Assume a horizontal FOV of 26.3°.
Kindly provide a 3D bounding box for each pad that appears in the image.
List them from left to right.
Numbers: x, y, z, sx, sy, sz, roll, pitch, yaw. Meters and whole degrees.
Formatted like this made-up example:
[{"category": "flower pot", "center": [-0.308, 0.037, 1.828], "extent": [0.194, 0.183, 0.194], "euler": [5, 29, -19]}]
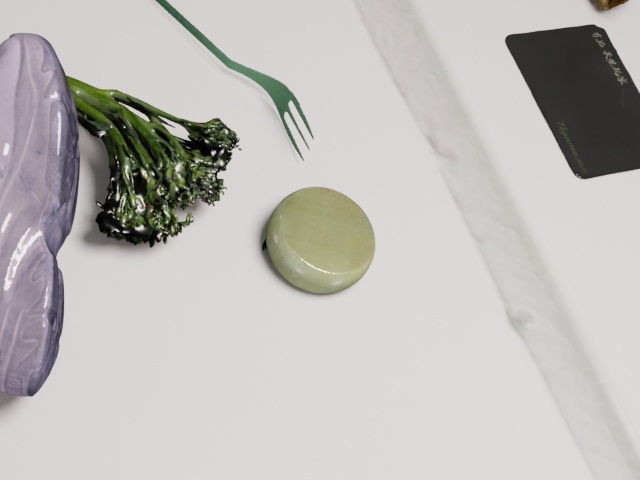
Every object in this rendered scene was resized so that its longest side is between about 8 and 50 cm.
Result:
[{"category": "pad", "center": [0.238, -0.126, 1.214], "extent": [0.112, 0.003, 0.157], "euler": [-11, 64, -26]}]

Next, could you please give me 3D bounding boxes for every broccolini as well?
[{"category": "broccolini", "center": [-0.199, -0.069, 0.995], "extent": [0.272, 0.062, 0.123], "euler": [17, 50, -1]}]

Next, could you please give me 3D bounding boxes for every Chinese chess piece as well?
[{"category": "Chinese chess piece", "center": [0.000, 0.000, 1.028], "extent": [0.084, 0.034, 0.084], "euler": [11, 56, -17]}]

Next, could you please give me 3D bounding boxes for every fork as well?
[{"category": "fork", "center": [-0.081, -0.156, 1.097], "extent": [0.021, 0.039, 0.235], "euler": [-32, 71, -38]}]

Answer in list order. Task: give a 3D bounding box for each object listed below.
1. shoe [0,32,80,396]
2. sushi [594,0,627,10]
[{"category": "shoe", "center": [-0.233, -0.022, 0.902], "extent": [0.138, 0.095, 0.245], "euler": [5, 74, -7]}, {"category": "sushi", "center": [0.258, -0.259, 1.273], "extent": [0.055, 0.052, 0.120], "euler": [-11, 63, -25]}]
